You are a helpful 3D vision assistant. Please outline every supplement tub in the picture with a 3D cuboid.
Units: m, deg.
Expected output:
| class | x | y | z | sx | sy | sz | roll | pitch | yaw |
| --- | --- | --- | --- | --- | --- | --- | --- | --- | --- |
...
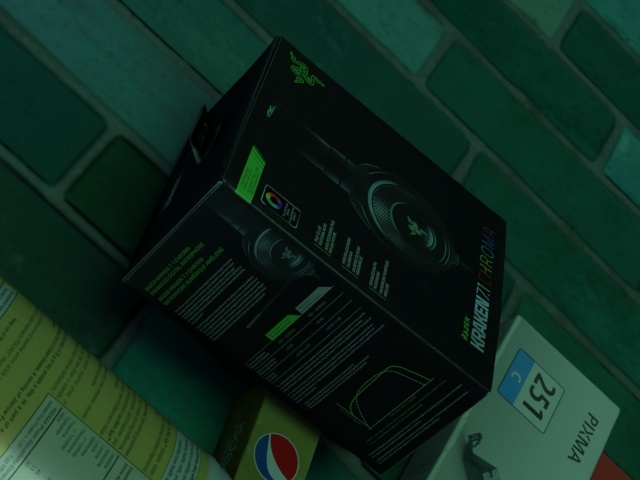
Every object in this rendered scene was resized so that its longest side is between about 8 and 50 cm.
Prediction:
| class | x | y | z | sx | sy | sz | roll | pitch | yaw |
| --- | --- | --- | --- | --- | --- | --- | --- | --- | --- |
| supplement tub | -0.201 | 0.176 | 0.864 | 0.331 | 0.241 | 0.241 | 43 | 49 | -11 |

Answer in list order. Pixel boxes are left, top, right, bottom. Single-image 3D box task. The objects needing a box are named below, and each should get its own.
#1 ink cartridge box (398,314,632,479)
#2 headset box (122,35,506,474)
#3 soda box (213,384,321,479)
| class | x | y | z | sx | sy | sz | roll | pitch | yaw |
| --- | --- | --- | --- | --- | --- | --- | --- | --- | --- |
| ink cartridge box | 0.193 | 0.254 | 1.232 | 0.261 | 0.066 | 0.296 | 43 | 49 | -9 |
| headset box | 0.000 | 0.000 | 1.133 | 0.283 | 0.131 | 0.246 | 38 | 32 | -14 |
| soda box | -0.057 | 0.198 | 1.078 | 0.058 | 0.061 | 0.181 | 35 | 51 | -17 |
